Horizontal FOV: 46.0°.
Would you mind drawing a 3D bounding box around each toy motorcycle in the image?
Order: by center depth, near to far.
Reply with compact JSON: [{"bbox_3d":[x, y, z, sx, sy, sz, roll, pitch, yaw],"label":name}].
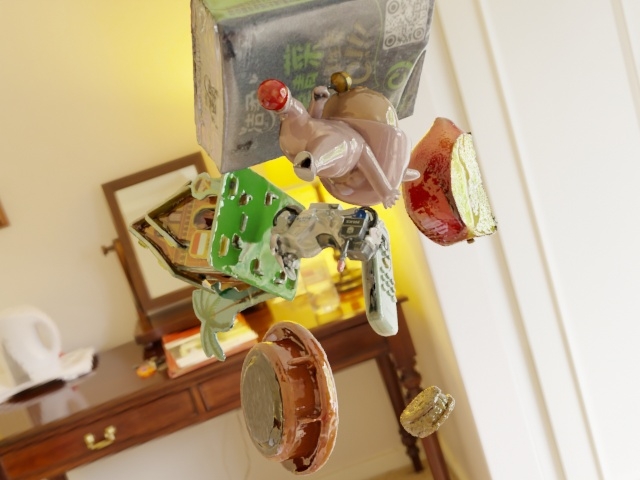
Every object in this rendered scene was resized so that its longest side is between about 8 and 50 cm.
[{"bbox_3d":[0.000,0.000,1.319,0.221,0.102,0.150,2,58,28],"label":"toy motorcycle"}]

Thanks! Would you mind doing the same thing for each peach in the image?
[{"bbox_3d":[0.243,-0.114,1.557,0.158,0.267,0.154,-9,12,35],"label":"peach"}]

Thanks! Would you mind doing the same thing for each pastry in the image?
[{"bbox_3d":[0.194,0.311,1.372,0.109,0.057,0.097,-46,-3,-29],"label":"pastry"}]

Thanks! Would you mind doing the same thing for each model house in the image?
[{"bbox_3d":[-0.242,0.046,1.463,0.323,0.340,0.300,2,-15,29],"label":"model house"}]

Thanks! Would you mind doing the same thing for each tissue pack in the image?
[{"bbox_3d":[-0.009,-0.291,1.225,0.394,0.288,0.124,-21,51,-24],"label":"tissue pack"}]

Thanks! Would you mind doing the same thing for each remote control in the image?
[{"bbox_3d":[0.138,0.080,1.811,0.056,0.296,0.140,-15,-31,20],"label":"remote control"}]

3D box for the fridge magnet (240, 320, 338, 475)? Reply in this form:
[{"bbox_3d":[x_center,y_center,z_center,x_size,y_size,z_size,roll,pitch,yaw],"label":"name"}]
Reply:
[{"bbox_3d":[-0.079,0.371,1.778,0.155,0.364,0.363,-3,4,-29],"label":"fridge magnet"}]

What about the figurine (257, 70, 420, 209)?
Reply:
[{"bbox_3d":[0.038,-0.147,1.089,0.176,0.186,0.287,20,7,39],"label":"figurine"}]
